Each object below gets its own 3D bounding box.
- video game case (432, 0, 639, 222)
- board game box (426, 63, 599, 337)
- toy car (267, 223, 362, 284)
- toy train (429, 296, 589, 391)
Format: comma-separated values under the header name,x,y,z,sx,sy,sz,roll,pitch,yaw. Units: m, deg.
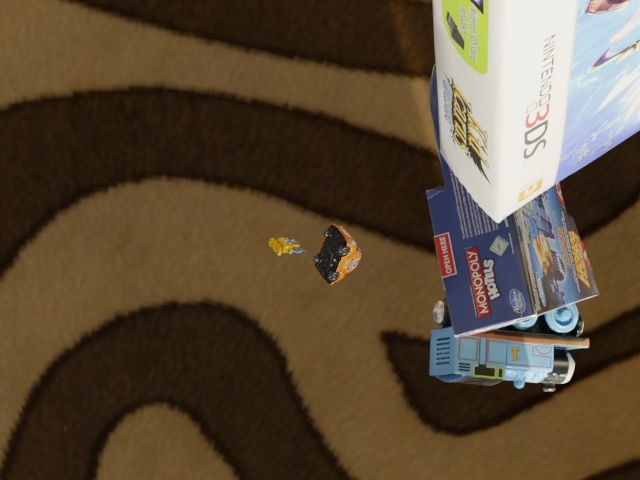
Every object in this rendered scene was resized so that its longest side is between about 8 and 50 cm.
name,x,y,z,sx,sy,sz,roll,pitch,yaw
video game case,0.179,-0.145,0.726,0.269,0.244,0.061,-32,69,-8
board game box,0.135,-0.018,1.066,0.060,0.194,0.194,-16,72,21
toy car,0.000,0.000,1.513,0.040,0.122,0.060,-4,112,-36
toy train,0.205,0.109,1.654,0.184,0.080,0.105,7,82,-23
